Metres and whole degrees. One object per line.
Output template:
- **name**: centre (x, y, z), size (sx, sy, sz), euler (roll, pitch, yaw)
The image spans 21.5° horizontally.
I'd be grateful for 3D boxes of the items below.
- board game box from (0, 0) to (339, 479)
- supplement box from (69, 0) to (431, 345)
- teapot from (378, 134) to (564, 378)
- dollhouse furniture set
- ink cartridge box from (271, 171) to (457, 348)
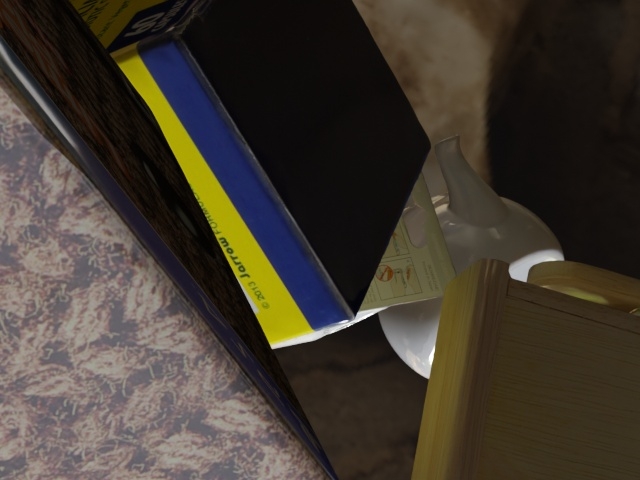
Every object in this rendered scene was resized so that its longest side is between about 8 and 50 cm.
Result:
- **board game box**: centre (-0.144, -0.031, 0.500), size (0.141, 0.291, 0.232), euler (-35, 120, 1)
- **supplement box**: centre (-0.147, -0.033, 1.024), size (0.195, 0.356, 0.194), euler (58, 31, -22)
- **teapot**: centre (0.154, 0.035, 2.027), size (0.256, 0.187, 0.252), euler (-47, 152, 6)
- **dollhouse furniture set**: centre (0.140, 0.178, 1.133), size (0.394, 0.256, 0.362), euler (136, -31, -66)
- **ink cartridge box**: centre (0.000, 0.000, 1.281), size (0.179, 0.145, 0.045), euler (-9, 157, -17)
